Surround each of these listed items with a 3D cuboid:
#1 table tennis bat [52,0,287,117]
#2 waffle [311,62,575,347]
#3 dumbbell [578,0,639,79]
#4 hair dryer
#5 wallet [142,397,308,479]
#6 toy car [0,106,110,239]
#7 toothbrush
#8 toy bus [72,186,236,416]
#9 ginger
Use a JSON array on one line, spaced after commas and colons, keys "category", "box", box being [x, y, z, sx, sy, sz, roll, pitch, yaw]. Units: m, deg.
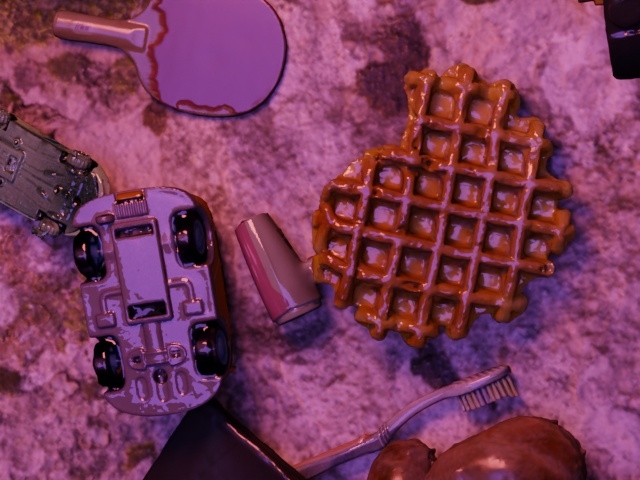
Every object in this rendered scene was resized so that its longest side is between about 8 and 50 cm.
[{"category": "table tennis bat", "box": [-0.147, -0.192, 1.620, 0.234, 0.022, 0.131, 10, 96, 11]}, {"category": "waffle", "box": [0.102, -0.029, 1.536, 0.253, 0.056, 0.249, -22, 91, 3]}, {"category": "dumbbell", "box": [0.383, -0.233, 1.410, 0.388, 0.185, 0.185, -4, 92, 13]}, {"category": "hair dryer", "box": [0.005, 0.005, 1.589, 0.154, 0.054, 0.106, -24, 83, 3]}, {"category": "wallet", "box": [-0.142, 0.347, 1.610, 0.197, 0.051, 0.377, 40, 108, 16]}, {"category": "toy car", "box": [-0.281, -0.064, 1.639, 0.186, 0.058, 0.093, 28, 99, 22]}, {"category": "toothbrush", "box": [0.017, 0.206, 1.600, 0.375, 0.028, 0.037, -26, 96, 13]}, {"category": "toy bus", "box": [-0.148, 0.054, 1.573, 0.126, 0.136, 0.209, -9, 92, 12]}, {"category": "ginger", "box": [0.185, 0.276, 1.514, 0.244, 0.155, 0.304, -46, 75, 18]}]
